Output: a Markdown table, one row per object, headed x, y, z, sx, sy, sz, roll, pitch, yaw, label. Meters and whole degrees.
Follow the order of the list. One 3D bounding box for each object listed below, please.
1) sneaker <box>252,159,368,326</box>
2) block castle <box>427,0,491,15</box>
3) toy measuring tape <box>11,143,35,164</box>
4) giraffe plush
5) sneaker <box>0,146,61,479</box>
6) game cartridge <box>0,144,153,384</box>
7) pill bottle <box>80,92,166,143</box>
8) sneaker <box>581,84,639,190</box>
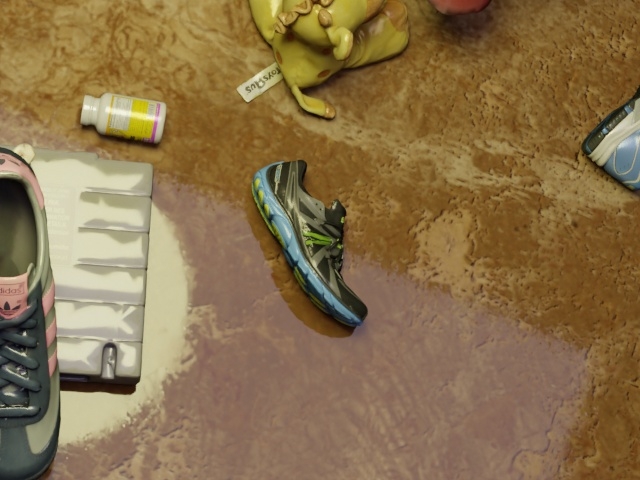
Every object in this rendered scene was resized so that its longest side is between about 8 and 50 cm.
| x | y | z | sx | sy | sz | roll | pitch | yaw | label |
| --- | --- | --- | --- | --- | --- | --- | --- | --- | --- |
| 0.000 | 0.000 | 1.766 | 0.078 | 0.067 | 0.188 | -26 | 78 | -10 | sneaker |
| 0.215 | -0.455 | 1.856 | 0.453 | 0.213 | 0.303 | -36 | 72 | -24 | block castle |
| -0.437 | -0.101 | 1.636 | 0.330 | 0.121 | 0.121 | -9 | 77 | -21 | toy measuring tape |
| 0.003 | -0.240 | 1.776 | 0.181 | 0.170 | 0.210 | 37 | 72 | 0 | giraffe plush |
| -0.293 | 0.074 | 1.591 | 0.112 | 0.131 | 0.319 | -8 | 93 | -14 | sneaker |
| -0.345 | 0.016 | 1.705 | 0.355 | 0.068 | 0.230 | 5 | 71 | -9 | game cartridge |
| -0.200 | -0.125 | 1.774 | 0.083 | 0.043 | 0.043 | 10 | 74 | -7 | pill bottle |
| 0.376 | -0.139 | 1.873 | 0.211 | 0.080 | 0.081 | -42 | 92 | -8 | sneaker |
